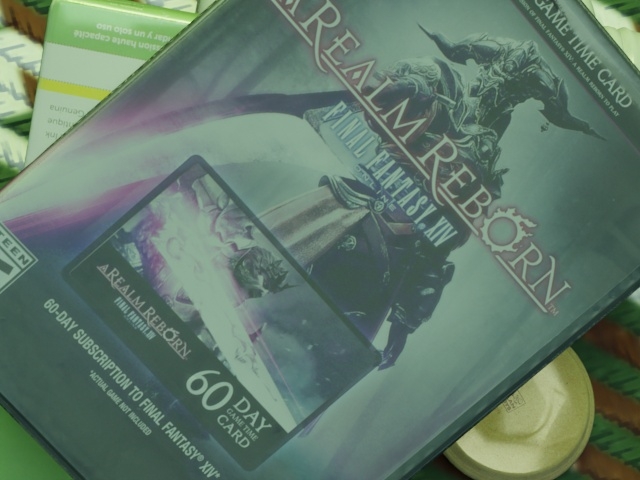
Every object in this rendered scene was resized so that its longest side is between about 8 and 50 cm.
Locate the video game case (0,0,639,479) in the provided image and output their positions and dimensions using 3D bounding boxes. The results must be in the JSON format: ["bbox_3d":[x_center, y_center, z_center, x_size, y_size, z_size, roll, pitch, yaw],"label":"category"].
[{"bbox_3d":[0.000,0.000,0.733,0.274,0.026,0.196,-40,103,7],"label":"video game case"}]

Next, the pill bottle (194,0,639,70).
[{"bbox_3d":[0.047,-0.073,0.845,0.215,0.117,0.117,12,72,-6],"label":"pill bottle"}]

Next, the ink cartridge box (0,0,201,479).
[{"bbox_3d":[-0.046,0.026,0.778,0.171,0.056,0.235,10,101,-6],"label":"ink cartridge box"}]

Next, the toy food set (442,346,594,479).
[{"bbox_3d":[0.085,0.075,0.860,0.083,0.020,0.082,45,72,5],"label":"toy food set"}]
